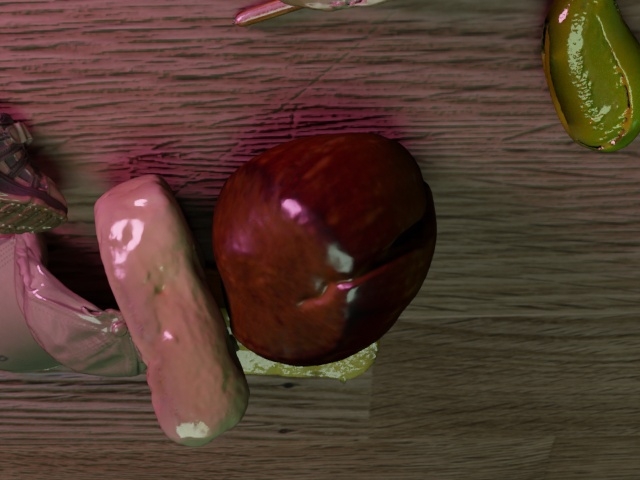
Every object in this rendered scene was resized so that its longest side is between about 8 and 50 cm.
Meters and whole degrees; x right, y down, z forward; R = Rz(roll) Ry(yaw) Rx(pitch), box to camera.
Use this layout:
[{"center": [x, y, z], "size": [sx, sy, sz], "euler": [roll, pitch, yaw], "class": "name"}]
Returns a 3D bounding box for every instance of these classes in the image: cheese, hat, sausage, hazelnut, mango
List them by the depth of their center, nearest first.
[{"center": [-0.031, -0.204, 0.881], "size": [0.100, 0.015, 0.015], "euler": [-15, 133, 12], "class": "sausage"}, {"center": [0.244, -0.155, 0.898], "size": [0.091, 0.074, 0.165], "euler": [-9, 122, 16], "class": "mango"}, {"center": [0.000, 0.000, 0.970], "size": [0.218, 0.218, 0.234], "euler": [19, 129, -19], "class": "hazelnut"}, {"center": [-0.143, 0.063, 0.984], "size": [0.093, 0.262, 0.159], "euler": [-20, 179, -7], "class": "cheese"}, {"center": [-0.299, 0.109, 1.112], "size": [0.245, 0.149, 0.214], "euler": [-38, 124, 18], "class": "hat"}]

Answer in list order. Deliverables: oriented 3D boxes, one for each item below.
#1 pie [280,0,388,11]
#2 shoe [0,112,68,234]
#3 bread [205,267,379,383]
[{"center": [0.029, -0.316, 0.733], "size": [0.338, 0.075, 0.337], "euler": [-1, 133, -1], "class": "pie"}, {"center": [-0.317, -0.072, 0.959], "size": [0.089, 0.092, 0.180], "euler": [-18, 148, 33], "class": "shoe"}, {"center": [-0.056, 0.089, 1.120], "size": [0.246, 0.094, 0.102], "euler": [4, 125, -6], "class": "bread"}]
